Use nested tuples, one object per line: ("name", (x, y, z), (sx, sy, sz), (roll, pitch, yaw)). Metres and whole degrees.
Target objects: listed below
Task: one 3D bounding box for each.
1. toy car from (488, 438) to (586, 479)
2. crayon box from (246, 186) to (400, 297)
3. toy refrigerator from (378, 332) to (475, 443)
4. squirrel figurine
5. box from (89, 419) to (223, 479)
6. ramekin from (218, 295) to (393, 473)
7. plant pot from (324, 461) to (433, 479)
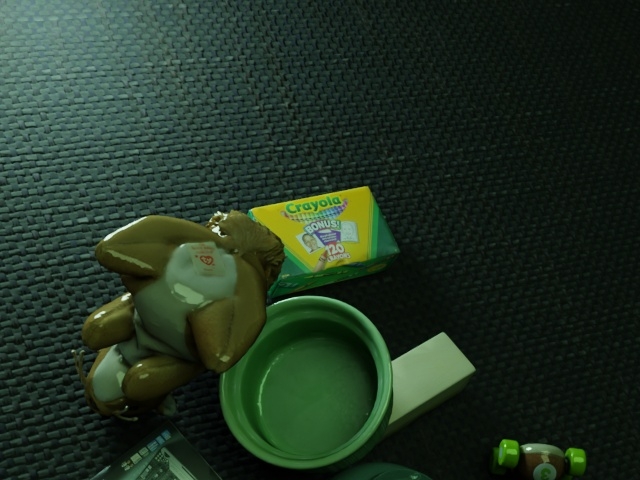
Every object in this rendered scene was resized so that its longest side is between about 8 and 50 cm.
("toy car", (0.397, 0.478, 2.037), (0.155, 0.149, 0.188), (8, 68, -3))
("crayon box", (0.000, 0.000, 2.207), (0.278, 0.081, 0.165), (-13, 65, -28))
("toy refrigerator", (0.156, 0.288, 2.083), (0.269, 0.094, 0.102), (-26, 64, -33))
("squirrel figurine", (-0.237, 0.137, 1.868), (0.281, 0.370, 0.397), (37, 40, 6))
("box", (-0.289, 0.479, 1.790), (0.307, 0.076, 0.242), (-35, 74, -35))
("ramekin", (-0.014, 0.263, 1.928), (0.303, 0.148, 0.303), (-5, 67, 11))
("plant pot", (0.116, 0.502, 1.866), (0.293, 0.196, 0.293), (10, 57, -16))
